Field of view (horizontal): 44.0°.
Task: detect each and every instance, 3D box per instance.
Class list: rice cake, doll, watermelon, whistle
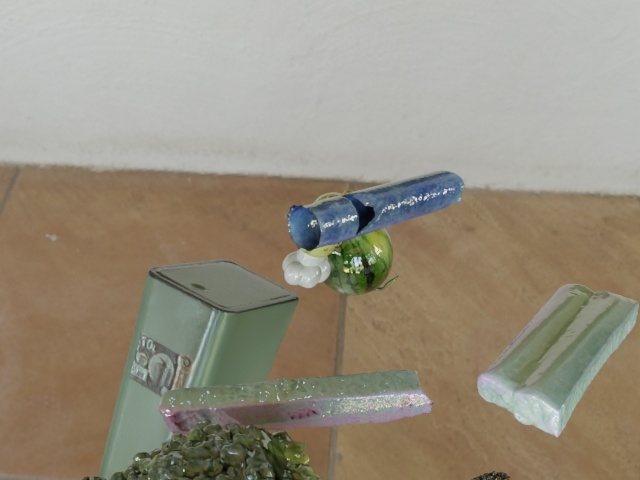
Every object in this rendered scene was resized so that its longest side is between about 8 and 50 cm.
[{"bbox_3d":[-0.026,0.184,0.856,0.290,0.081,0.051,-5,49,4],"label":"rice cake"},{"bbox_3d":[0.000,0.000,1.114,0.062,0.162,0.106,42,36,22],"label":"doll"},{"bbox_3d":[0.059,0.034,1.334,0.141,0.187,0.140,-15,42,14],"label":"watermelon"},{"bbox_3d":[0.215,0.095,0.709,0.080,0.042,0.222,20,31,30],"label":"rice cake"},{"bbox_3d":[0.084,-0.047,1.064,0.304,0.062,0.062,-17,47,-43],"label":"whistle"}]

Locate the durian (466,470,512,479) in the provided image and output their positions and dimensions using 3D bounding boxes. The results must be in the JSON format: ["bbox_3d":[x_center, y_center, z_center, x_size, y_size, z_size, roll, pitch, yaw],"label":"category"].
[{"bbox_3d":[0.230,0.355,1.124,0.130,0.066,0.052,4,72,-25],"label":"durian"}]

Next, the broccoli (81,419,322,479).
[{"bbox_3d":[-0.116,0.335,0.711,0.293,0.280,0.347,4,40,33],"label":"broccoli"}]

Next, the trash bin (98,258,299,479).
[{"bbox_3d":[-0.189,0.220,1.216,0.158,0.343,0.223,23,12,24],"label":"trash bin"}]
